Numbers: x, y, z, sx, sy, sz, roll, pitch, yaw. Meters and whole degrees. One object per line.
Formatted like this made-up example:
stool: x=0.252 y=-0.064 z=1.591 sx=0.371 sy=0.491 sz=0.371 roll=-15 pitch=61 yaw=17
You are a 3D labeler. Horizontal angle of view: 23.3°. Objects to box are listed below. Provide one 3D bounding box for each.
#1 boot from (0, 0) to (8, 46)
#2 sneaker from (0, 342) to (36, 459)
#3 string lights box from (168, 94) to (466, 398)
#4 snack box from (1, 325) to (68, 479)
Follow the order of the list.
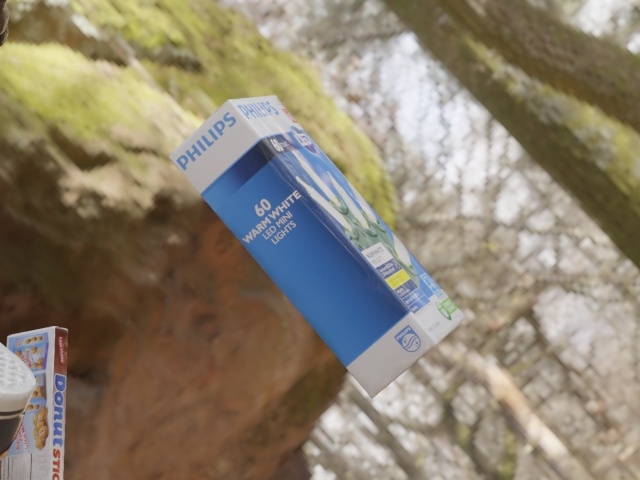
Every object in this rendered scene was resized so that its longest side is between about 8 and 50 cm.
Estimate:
boot: x=-0.506 y=-0.361 z=2.030 sx=0.083 sy=0.246 sz=0.161 roll=-61 pitch=-3 yaw=-35
sneaker: x=-0.382 y=0.103 z=1.413 sx=0.126 sy=0.321 sz=0.127 roll=5 pitch=-64 yaw=-43
string lights box: x=0.000 y=0.000 z=1.308 sx=0.077 sy=0.259 sz=0.133 roll=-42 pitch=-5 yaw=16
snack box: x=-0.272 y=0.173 z=1.476 sx=0.064 sy=0.178 sz=0.022 roll=-12 pitch=-21 yaw=32
